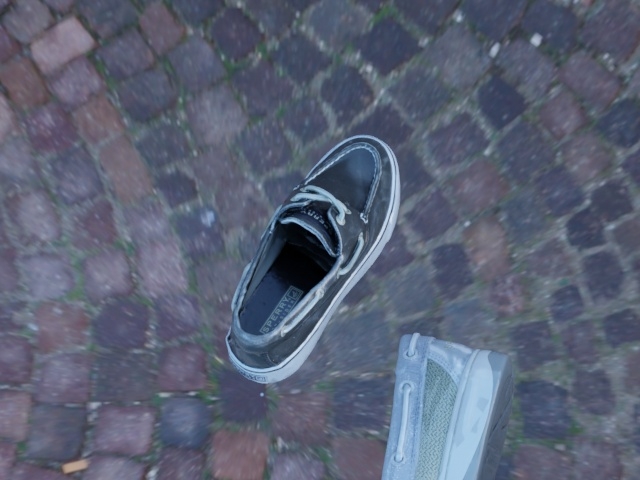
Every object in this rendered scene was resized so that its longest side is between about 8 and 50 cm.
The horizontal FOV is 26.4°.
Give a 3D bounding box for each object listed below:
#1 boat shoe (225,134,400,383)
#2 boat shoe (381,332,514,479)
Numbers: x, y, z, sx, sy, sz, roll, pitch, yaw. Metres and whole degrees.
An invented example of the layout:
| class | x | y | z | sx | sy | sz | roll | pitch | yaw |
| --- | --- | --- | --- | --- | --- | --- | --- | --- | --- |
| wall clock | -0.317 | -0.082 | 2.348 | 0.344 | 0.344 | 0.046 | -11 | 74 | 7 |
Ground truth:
| class | x | y | z | sx | sy | sz | roll | pitch | yaw |
| --- | --- | --- | --- | --- | --- | --- | --- | --- | --- |
| boat shoe | 0.000 | 0.000 | 0.988 | 0.077 | 0.070 | 0.219 | 20 | 60 | 13 |
| boat shoe | 0.067 | 0.232 | 1.093 | 0.103 | 0.118 | 0.320 | 15 | 78 | 19 |
